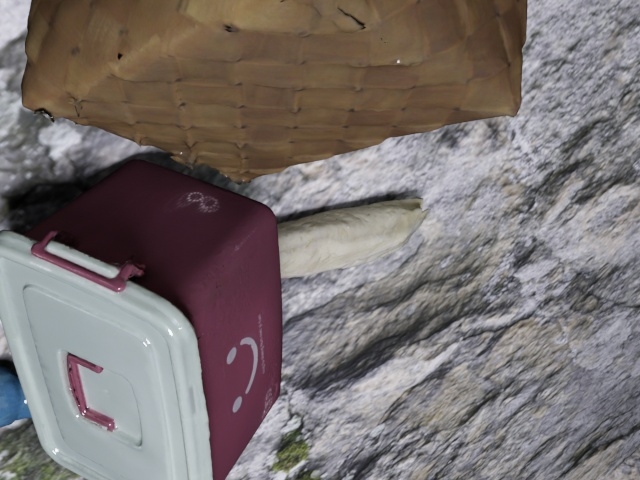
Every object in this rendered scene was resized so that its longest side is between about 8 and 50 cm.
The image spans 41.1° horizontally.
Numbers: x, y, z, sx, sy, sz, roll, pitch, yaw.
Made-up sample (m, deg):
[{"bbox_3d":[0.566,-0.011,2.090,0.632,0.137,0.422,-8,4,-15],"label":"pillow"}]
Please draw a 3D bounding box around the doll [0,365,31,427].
[{"bbox_3d":[-0.285,0.140,0.787,0.083,0.050,0.076,-4,123,-37],"label":"doll"}]

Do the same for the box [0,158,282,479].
[{"bbox_3d":[-0.140,0.084,0.731,0.167,0.193,0.294,-52,153,-43],"label":"box"}]

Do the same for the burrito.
[{"bbox_3d":[0.000,0.000,0.898,0.275,0.059,0.082,-9,145,-36],"label":"burrito"}]

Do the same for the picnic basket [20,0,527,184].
[{"bbox_3d":[-0.023,-0.215,0.525,0.254,0.291,0.321,19,68,-47],"label":"picnic basket"}]
